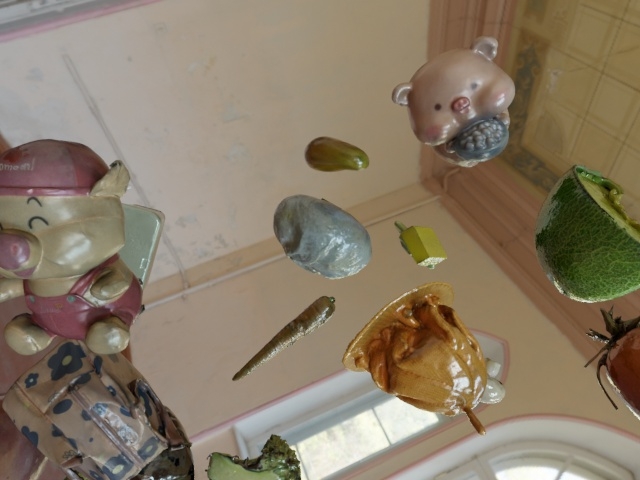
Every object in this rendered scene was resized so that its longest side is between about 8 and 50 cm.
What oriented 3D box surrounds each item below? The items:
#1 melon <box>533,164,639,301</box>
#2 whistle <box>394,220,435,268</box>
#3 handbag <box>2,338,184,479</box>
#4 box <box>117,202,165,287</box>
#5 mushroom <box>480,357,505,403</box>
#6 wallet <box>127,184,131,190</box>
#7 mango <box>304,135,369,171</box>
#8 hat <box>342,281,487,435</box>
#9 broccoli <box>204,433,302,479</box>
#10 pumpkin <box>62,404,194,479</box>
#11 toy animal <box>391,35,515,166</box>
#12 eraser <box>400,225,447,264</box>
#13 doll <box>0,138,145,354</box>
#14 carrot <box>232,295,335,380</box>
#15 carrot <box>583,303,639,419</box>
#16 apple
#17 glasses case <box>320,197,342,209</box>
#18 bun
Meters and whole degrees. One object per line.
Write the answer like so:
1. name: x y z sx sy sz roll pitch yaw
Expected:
1. melon: 0.417 -0.012 0.723 0.169 0.129 0.265 -58 -171 36
2. whistle: 0.314 0.006 1.441 0.227 0.085 0.105 56 -5 45
3. handbag: -0.369 0.308 0.736 0.193 0.190 0.251 26 -35 31
4. box: -0.698 0.040 1.589 0.344 0.178 0.351 -157 -98 -73
5. mushroom: 0.453 0.384 1.223 0.154 0.122 0.154 44 -1 1
6. wallet: -0.563 -0.127 1.152 0.122 0.061 0.025 -51 123 -71
7. mango: 0.040 -0.237 1.213 0.228 0.136 0.099 21 -82 49
8. hat: 0.200 0.241 0.760 0.233 0.245 0.233 54 -25 42
9. broccoli: -0.175 0.653 1.198 0.273 0.242 0.180 25 -8 7
10. pumpkin: -0.432 0.513 0.963 0.296 0.296 0.295 159 -90 -80
11. toy animal: 0.293 -0.269 0.896 0.229 0.210 0.221 58 19 0
12. eraser: 0.271 0.012 1.131 0.122 0.045 0.097 5 57 -53
13. doll: -0.314 0.011 0.517 0.152 0.196 0.255 -143 -135 -62
14. carrot: -0.071 0.194 0.850 0.049 0.254 0.049 52 -3 4
15. carrot: 0.709 0.286 0.894 0.193 0.214 0.331 27 26 -20
16. apple: -0.701 0.432 0.869 0.305 0.306 0.234 102 -17 -72
17. glasses case: -0.029 -0.042 1.683 0.272 0.095 0.062 -49 -158 39
18. bun: 0.000 0.000 1.421 0.362 0.211 0.362 25 -8 4
